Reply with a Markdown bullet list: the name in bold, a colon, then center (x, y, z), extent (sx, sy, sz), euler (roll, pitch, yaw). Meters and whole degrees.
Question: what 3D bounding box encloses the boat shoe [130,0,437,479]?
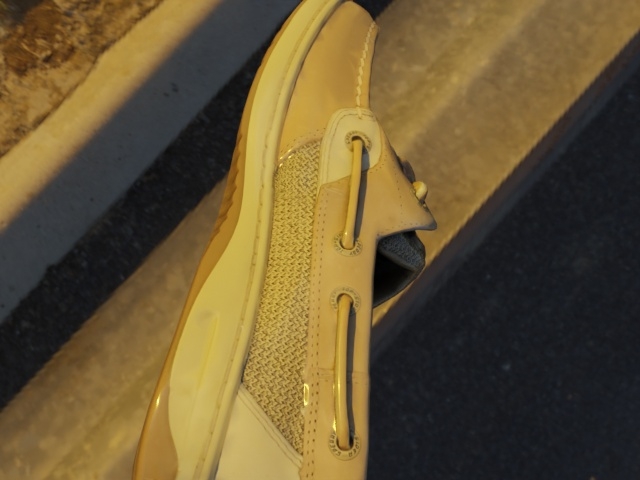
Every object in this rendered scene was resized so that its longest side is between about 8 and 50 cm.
- **boat shoe**: center (0.000, 0.000, 0.500), extent (0.110, 0.341, 0.122), euler (15, 145, -1)
